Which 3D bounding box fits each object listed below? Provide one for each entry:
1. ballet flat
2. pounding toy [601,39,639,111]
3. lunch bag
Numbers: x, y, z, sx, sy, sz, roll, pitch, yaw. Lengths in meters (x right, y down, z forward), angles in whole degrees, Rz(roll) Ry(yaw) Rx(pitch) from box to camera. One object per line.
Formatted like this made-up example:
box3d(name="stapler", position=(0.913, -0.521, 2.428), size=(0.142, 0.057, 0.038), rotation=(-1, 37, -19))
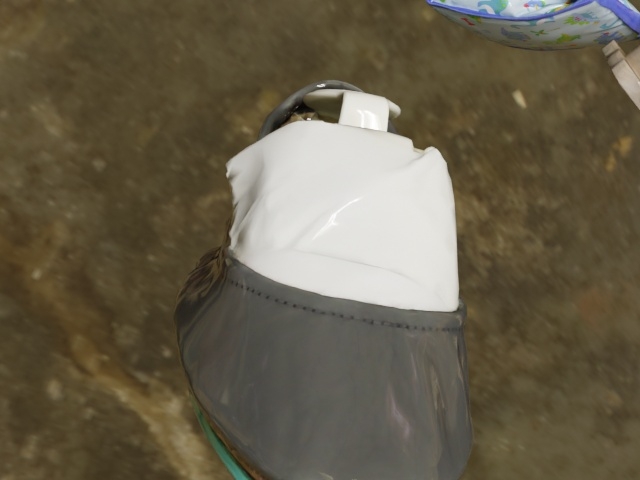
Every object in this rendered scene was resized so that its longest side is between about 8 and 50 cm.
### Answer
box3d(name="ballet flat", position=(0.000, 0.000, 0.597), size=(0.095, 0.280, 0.096), rotation=(9, 106, -7))
box3d(name="pounding toy", position=(0.327, -0.121, 1.356), size=(0.155, 0.269, 0.154), rotation=(-37, 98, 13))
box3d(name="lunch bag", position=(0.188, -0.209, 1.473), size=(0.151, 0.129, 0.096), rotation=(19, 93, 30))
